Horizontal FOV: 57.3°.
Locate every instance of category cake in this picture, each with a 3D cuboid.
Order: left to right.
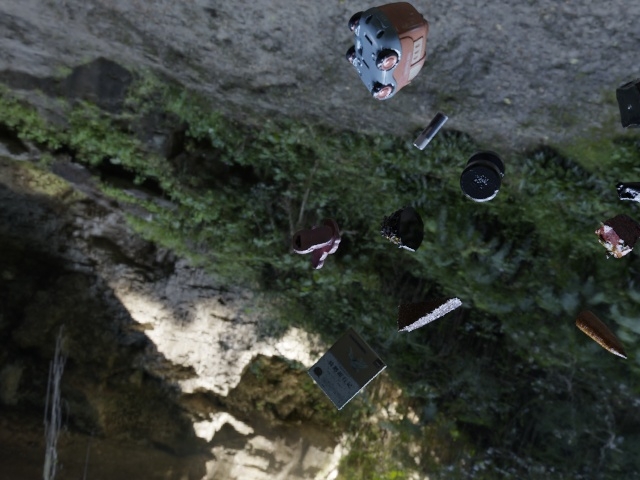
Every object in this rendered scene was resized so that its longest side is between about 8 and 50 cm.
[{"bbox_3d":[0.453,0.288,2.468,0.295,0.112,0.116,-27,153,28],"label":"cake"}]

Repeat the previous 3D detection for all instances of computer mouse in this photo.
[{"bbox_3d":[0.771,-0.329,1.398,0.073,0.122,0.217,-10,-172,11],"label":"computer mouse"}]

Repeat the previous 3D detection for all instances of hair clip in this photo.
[{"bbox_3d":[0.007,0.002,1.559,0.138,0.123,0.102,-20,160,26],"label":"hair clip"}]

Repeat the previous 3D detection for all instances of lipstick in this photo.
[{"bbox_3d":[0.372,-0.371,1.972,0.040,0.141,0.040,38,-171,-7],"label":"lipstick"}]

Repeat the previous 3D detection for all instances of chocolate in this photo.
[{"bbox_3d":[0.260,-0.036,1.986,0.156,0.156,0.133,-2,176,-44],"label":"chocolate"},{"bbox_3d":[0.711,-0.119,1.245,0.072,0.070,0.147,49,157,-11],"label":"chocolate"}]

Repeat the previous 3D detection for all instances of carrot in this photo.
[{"bbox_3d":[0.942,0.319,1.952,0.072,0.072,0.205,5,-149,-27],"label":"carrot"}]

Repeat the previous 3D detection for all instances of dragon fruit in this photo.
[{"bbox_3d":[0.775,-0.007,1.548,0.147,0.096,0.102,-19,-111,-41],"label":"dragon fruit"}]

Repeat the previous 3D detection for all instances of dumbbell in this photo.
[{"bbox_3d":[0.624,-0.252,2.252,0.152,0.152,0.218,17,-153,15],"label":"dumbbell"}]

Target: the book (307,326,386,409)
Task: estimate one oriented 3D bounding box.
[{"bbox_3d":[0.106,0.539,2.469,0.217,0.310,0.021,48,-156,15],"label":"book"}]

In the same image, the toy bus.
[{"bbox_3d":[0.217,-0.586,1.779,0.232,0.287,0.194,-29,-113,-11],"label":"toy bus"}]
